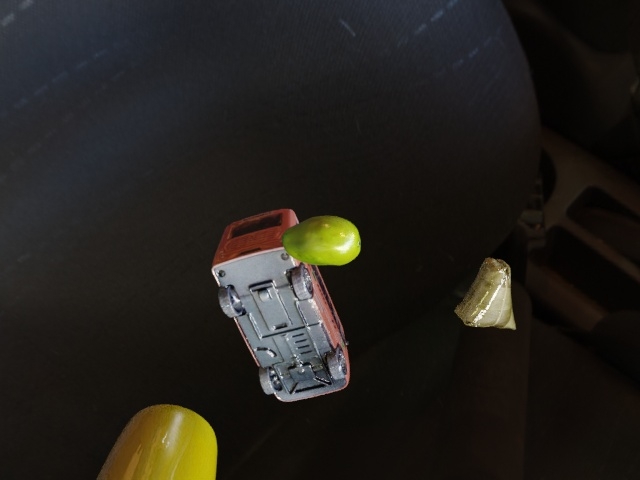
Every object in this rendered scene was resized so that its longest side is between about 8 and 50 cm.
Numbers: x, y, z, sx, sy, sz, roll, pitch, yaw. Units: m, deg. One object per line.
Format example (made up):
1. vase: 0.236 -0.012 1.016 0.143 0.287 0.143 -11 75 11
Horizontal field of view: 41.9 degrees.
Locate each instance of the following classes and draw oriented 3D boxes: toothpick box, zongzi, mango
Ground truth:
1. toothpick box: -0.235 0.362 1.172 0.174 0.175 0.271 -5 31 8
2. zongzi: 0.396 0.121 1.812 0.160 0.176 0.078 -63 34 24
3. mango: 0.006 0.001 1.567 0.163 0.117 0.089 -4 76 56

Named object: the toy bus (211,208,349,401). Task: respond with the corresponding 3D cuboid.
1. toy bus: -0.080 0.154 1.909 0.203 0.427 0.233 -14 33 12
